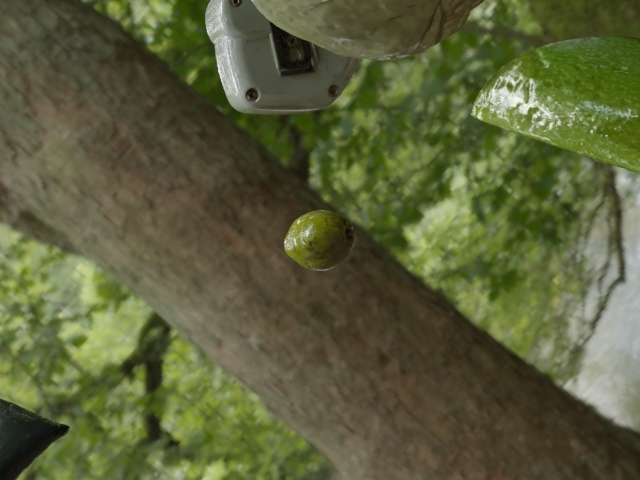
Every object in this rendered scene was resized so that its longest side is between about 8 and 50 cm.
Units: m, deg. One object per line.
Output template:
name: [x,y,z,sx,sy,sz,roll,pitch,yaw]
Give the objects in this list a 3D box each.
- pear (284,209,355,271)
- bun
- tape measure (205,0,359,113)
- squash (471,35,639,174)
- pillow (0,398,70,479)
pear: [0.000,0.000,1.721,0.131,0.107,0.107,-8,29,34]
bun: [0.048,-0.213,0.637,0.220,0.220,0.134,-48,37,5]
tape measure: [-0.054,-0.351,1.713,0.258,0.265,0.130,-16,5,-21]
squash: [0.331,-0.143,0.995,0.203,0.288,0.111,-19,-54,-46]
pillow: [-0.434,0.248,1.244,0.141,0.208,0.055,-46,-41,-39]
